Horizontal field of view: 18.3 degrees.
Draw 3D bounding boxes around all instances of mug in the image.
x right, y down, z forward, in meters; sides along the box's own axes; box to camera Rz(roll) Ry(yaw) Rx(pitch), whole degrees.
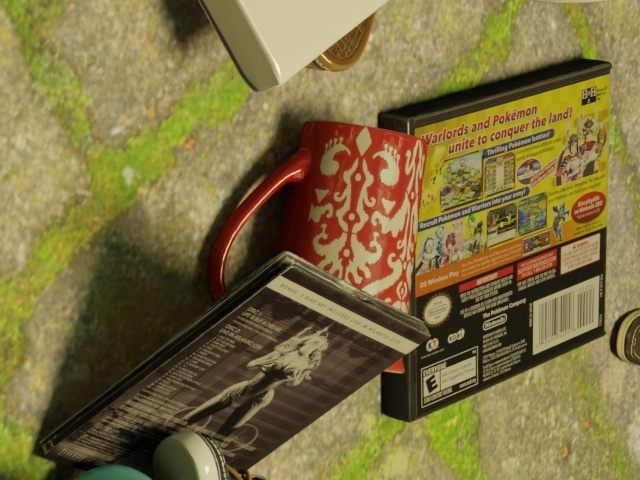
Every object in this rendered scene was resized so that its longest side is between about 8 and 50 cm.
[{"bbox_3d":[0.009,0.001,1.423,0.150,0.113,0.169,13,87,-52],"label":"mug"}]

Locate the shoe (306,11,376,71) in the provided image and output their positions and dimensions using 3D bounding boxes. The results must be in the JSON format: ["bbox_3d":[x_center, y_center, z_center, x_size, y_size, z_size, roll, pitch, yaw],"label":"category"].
[{"bbox_3d":[0.030,-0.211,1.438,0.076,0.058,0.219,42,62,-25],"label":"shoe"}]

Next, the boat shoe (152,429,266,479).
[{"bbox_3d":[-0.065,0.177,1.372,0.083,0.065,0.183,-25,148,-22],"label":"boat shoe"}]

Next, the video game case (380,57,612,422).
[{"bbox_3d":[0.148,-0.006,1.641,0.275,0.035,0.248,-18,114,-45],"label":"video game case"}]

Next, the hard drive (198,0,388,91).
[{"bbox_3d":[0.013,-0.271,1.362,0.318,0.040,0.210,-41,110,-35],"label":"hard drive"}]

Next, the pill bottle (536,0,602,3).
[{"bbox_3d":[0.197,-0.318,1.533,0.136,0.136,0.246,-30,121,-41],"label":"pill bottle"}]

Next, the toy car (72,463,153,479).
[{"bbox_3d":[-0.134,0.229,1.308,0.136,0.159,0.182,-74,158,-66],"label":"toy car"}]

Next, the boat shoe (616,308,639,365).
[{"bbox_3d":[0.332,0.096,1.871,0.152,0.049,0.056,4,97,-50],"label":"boat shoe"}]

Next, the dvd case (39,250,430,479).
[{"bbox_3d":[-0.055,0.098,1.333,0.221,0.018,0.164,-37,144,20],"label":"dvd case"}]
